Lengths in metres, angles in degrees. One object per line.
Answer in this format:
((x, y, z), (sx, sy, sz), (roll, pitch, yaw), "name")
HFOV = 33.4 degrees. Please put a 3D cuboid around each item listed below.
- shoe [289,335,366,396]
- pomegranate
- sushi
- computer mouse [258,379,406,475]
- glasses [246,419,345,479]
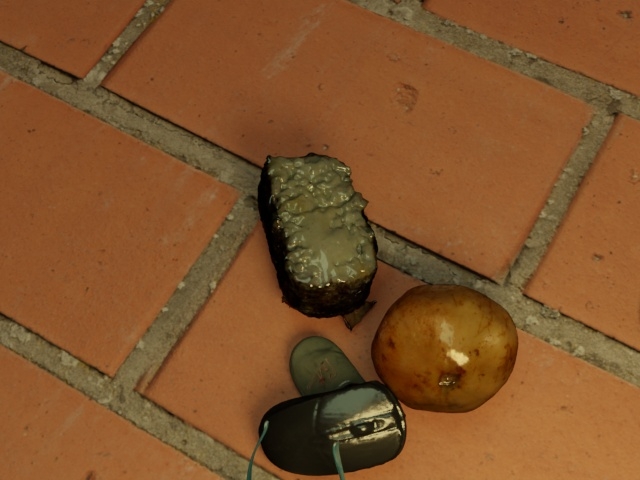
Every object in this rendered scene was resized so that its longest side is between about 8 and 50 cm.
((0.031, 0.262, 1.846), (0.103, 0.100, 0.251), (-31, 67, -13), "shoe")
((0.210, 0.182, 1.805), (0.248, 0.248, 0.248), (-2, 62, 5), "pomegranate")
((0.000, 0.000, 1.950), (0.196, 0.182, 0.343), (-14, 62, -7), "sushi")
((0.009, 0.320, 1.771), (0.270, 0.086, 0.137), (-15, 93, 21), "computer mouse")
((-0.027, 0.387, 1.742), (0.190, 0.220, 0.088), (14, 26, 15), "glasses")
